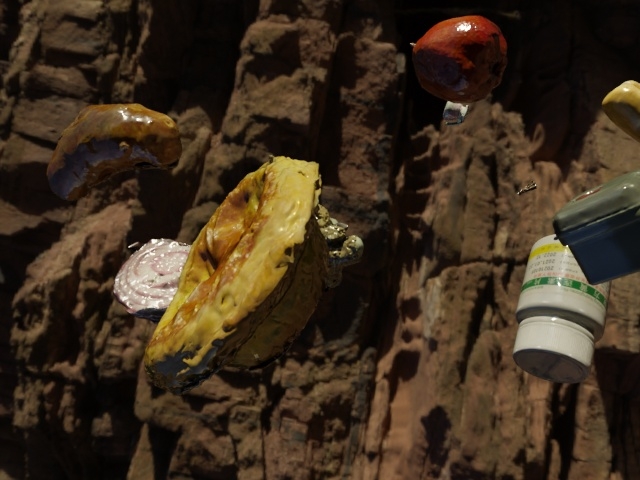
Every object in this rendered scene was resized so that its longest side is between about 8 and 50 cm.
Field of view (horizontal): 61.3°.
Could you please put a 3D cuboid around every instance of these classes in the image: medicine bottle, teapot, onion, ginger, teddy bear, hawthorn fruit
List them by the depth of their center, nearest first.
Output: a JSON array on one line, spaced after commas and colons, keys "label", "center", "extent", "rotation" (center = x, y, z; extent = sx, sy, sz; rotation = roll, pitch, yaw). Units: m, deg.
[{"label": "hawthorn fruit", "center": [0.279, -0.356, 1.078], "extent": [0.179, 0.174, 0.173], "rotation": [-5, 71, 51]}, {"label": "ginger", "center": [-0.444, -0.200, 1.151], "extent": [0.165, 0.322, 0.172], "rotation": [1, -105, -72]}, {"label": "medicine bottle", "center": [0.616, 0.172, 1.381], "extent": [0.208, 0.208, 0.339], "rotation": [97, -164, -59]}, {"label": "onion", "center": [-0.392, 0.124, 1.424], "extent": [0.146, 0.315, 0.280], "rotation": [82, -152, -43]}, {"label": "teapot", "center": [0.392, -0.365, 1.564], "extent": [0.064, 0.064, 0.083], "rotation": [-55, -21, -39]}, {"label": "teddy bear", "center": [0.000, 0.000, 1.668], "extent": [0.267, 0.156, 0.256], "rotation": [121, 137, -53]}]

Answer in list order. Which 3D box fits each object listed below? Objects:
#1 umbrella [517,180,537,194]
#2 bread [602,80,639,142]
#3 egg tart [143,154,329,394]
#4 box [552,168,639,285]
[{"label": "umbrella", "center": [0.654, -0.164, 1.705], "extent": [0.020, 0.083, 0.031], "rotation": [44, 154, 54]}, {"label": "bread", "center": [0.709, -0.208, 1.081], "extent": [0.142, 0.305, 0.091], "rotation": [-32, -22, -46]}, {"label": "egg tart", "center": [-0.115, 0.063, 0.893], "extent": [0.443, 0.178, 0.443], "rotation": [-45, 22, 24]}, {"label": "box", "center": [0.470, -0.024, 0.859], "extent": [0.210, 0.148, 0.129], "rotation": [-23, -94, -51]}]
